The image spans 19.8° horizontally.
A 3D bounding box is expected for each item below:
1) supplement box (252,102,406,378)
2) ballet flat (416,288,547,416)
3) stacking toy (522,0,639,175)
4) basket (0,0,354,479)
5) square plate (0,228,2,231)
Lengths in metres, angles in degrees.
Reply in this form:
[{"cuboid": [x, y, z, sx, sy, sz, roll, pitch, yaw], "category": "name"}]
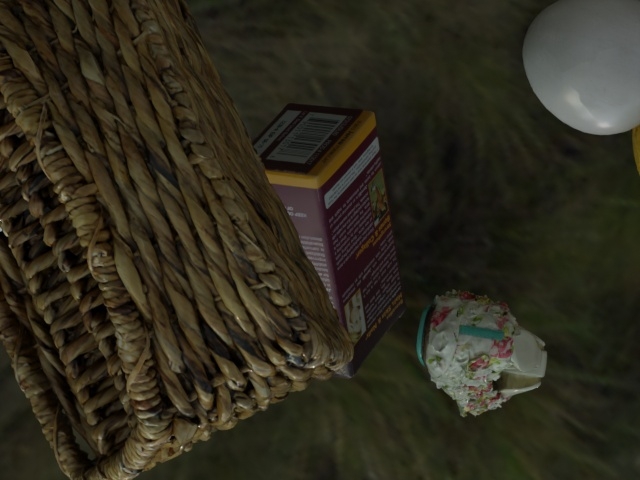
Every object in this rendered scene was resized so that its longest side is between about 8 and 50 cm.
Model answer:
[{"cuboid": [0.000, 0.000, 1.432, 0.104, 0.081, 0.188, -49, 138, -46], "category": "supplement box"}, {"cuboid": [0.130, 0.089, 1.376, 0.241, 0.077, 0.091, 25, 70, -74], "category": "ballet flat"}, {"cuboid": [0.384, -0.077, 1.549, 0.480, 0.350, 0.350, 19, 103, -13], "category": "stacking toy"}, {"cuboid": [-0.144, -0.005, 1.138, 0.223, 0.299, 0.213, -26, 174, 6], "category": "basket"}, {"cuboid": [-0.291, -0.080, 1.852, 0.347, 0.049, 0.344, -9, 143, 2], "category": "square plate"}]
